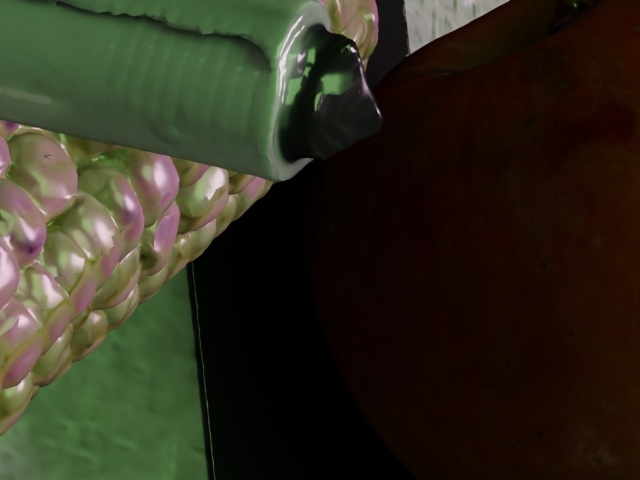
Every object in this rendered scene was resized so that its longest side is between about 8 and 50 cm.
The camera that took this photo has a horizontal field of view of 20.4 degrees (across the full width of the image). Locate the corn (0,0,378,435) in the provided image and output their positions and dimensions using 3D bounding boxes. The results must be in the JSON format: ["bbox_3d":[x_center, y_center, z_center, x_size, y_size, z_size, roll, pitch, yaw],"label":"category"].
[{"bbox_3d":[-0.091,-0.017,0.453,0.127,0.126,0.335,63,38,-22],"label":"corn"}]

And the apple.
[{"bbox_3d":[0.112,0.011,0.639,0.230,0.230,0.230,21,64,-51],"label":"apple"}]

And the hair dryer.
[{"bbox_3d":[-0.104,-0.040,0.357,0.073,0.236,0.131,91,20,-44],"label":"hair dryer"}]

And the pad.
[{"bbox_3d":[0.000,0.000,0.681,0.163,0.004,0.243,4,78,-55],"label":"pad"}]
